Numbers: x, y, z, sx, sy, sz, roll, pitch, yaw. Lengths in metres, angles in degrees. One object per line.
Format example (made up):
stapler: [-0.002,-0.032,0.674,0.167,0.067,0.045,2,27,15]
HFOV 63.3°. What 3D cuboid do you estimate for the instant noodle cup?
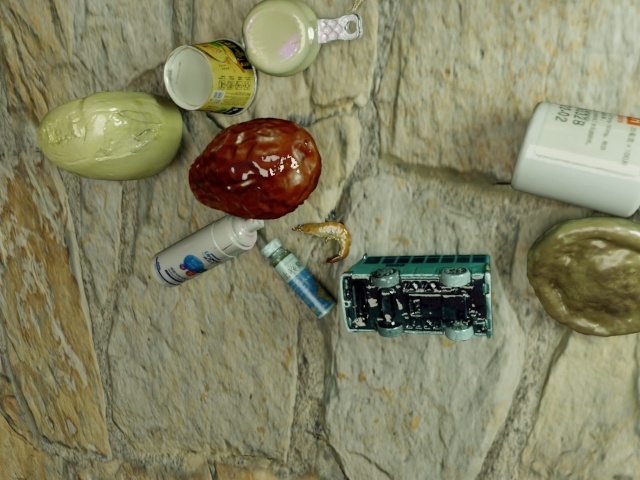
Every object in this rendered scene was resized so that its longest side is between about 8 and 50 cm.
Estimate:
instant noodle cup: [-0.213,-0.312,0.993,0.152,0.122,0.151,7,108,23]

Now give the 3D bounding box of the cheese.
cheese: [-0.034,-0.367,0.923,0.228,0.064,0.137,2,112,26]

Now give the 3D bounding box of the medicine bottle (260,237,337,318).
medicine bottle: [-0.046,0.080,1.090,0.191,0.051,0.051,47,120,3]

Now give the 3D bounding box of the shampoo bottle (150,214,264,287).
shampoo bottle: [-0.242,0.015,1.137,0.303,0.092,0.092,-24,96,30]

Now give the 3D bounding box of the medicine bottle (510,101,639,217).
medicine bottle: [0.420,-0.110,0.752,0.252,0.144,0.144,20,115,21]

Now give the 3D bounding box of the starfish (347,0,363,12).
starfish: [0.074,-0.427,0.879,0.086,0.016,0.092,33,113,14]

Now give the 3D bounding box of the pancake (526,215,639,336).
pancake: [0.440,0.066,0.824,0.223,0.042,0.236,14,133,18]

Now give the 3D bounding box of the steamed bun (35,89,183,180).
steamed bun: [-0.435,-0.202,1.075,0.273,0.232,0.166,-10,97,29]

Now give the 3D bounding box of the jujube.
jujube: [-0.129,-0.129,0.979,0.290,0.197,0.197,-5,105,42]

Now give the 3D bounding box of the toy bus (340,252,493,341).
toy bus: [0.176,0.095,0.935,0.256,0.147,0.128,-1,106,21]

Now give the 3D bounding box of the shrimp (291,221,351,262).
shrimp: [0.000,0.000,1.056,0.127,0.025,0.090,12,113,19]
